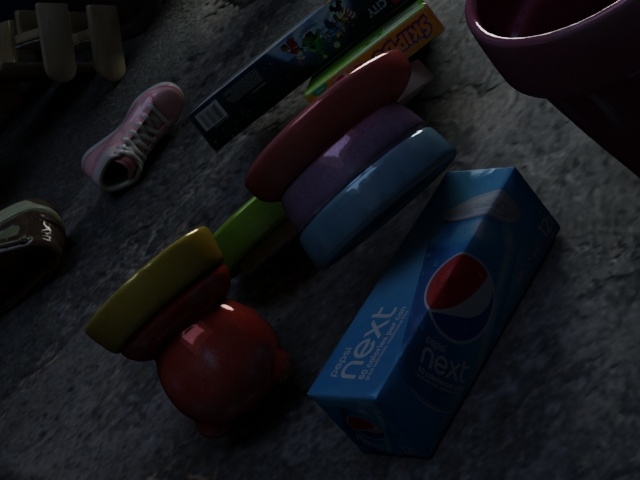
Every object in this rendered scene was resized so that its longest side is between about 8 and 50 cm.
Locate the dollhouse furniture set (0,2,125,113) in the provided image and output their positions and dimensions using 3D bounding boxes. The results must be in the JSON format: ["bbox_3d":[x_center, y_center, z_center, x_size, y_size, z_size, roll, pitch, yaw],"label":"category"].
[{"bbox_3d":[-0.374,-0.173,1.929,0.212,0.161,0.242,-10,-2,43],"label":"dollhouse furniture set"}]

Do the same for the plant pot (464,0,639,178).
[{"bbox_3d":[0.226,-0.139,1.124,0.201,0.180,0.201,-29,31,20],"label":"plant pot"}]

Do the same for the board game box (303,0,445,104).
[{"bbox_3d":[0.046,-0.165,1.456,0.124,0.039,0.259,-37,10,7],"label":"board game box"}]

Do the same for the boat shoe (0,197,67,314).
[{"bbox_3d":[-0.367,0.056,1.662,0.257,0.095,0.095,-37,35,6],"label":"boat shoe"}]

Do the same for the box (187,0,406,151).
[{"bbox_3d":[-0.006,-0.182,1.519,0.233,0.044,0.159,-37,7,17],"label":"box"}]

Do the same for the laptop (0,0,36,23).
[{"bbox_3d":[-0.493,-0.217,1.992,0.236,0.382,0.408,7,67,7],"label":"laptop"}]

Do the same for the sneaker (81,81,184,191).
[{"bbox_3d":[-0.186,-0.101,1.707,0.134,0.051,0.070,-43,30,3],"label":"sneaker"}]

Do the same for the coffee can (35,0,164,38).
[{"bbox_3d":[-0.230,-0.412,2.034,0.201,0.201,0.275,-12,40,42],"label":"coffee can"}]

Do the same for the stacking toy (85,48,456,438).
[{"bbox_3d":[0.000,0.000,1.279,0.309,0.130,0.279,-43,-5,23],"label":"stacking toy"}]

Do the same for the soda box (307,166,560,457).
[{"bbox_3d":[0.082,0.047,1.157,0.071,0.067,0.210,-3,47,49],"label":"soda box"}]
